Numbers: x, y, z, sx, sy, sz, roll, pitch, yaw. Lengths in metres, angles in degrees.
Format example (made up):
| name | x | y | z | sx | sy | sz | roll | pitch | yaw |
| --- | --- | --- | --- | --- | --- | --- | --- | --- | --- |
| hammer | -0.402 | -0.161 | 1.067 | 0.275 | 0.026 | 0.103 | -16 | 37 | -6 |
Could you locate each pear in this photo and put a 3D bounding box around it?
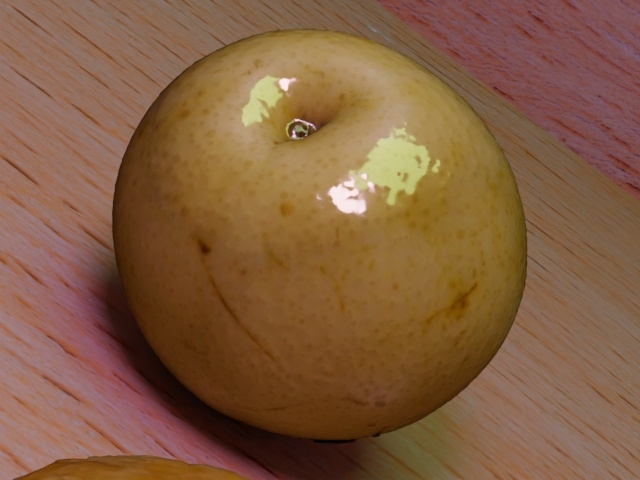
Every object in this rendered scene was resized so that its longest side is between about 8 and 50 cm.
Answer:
| name | x | y | z | sx | sy | sz | roll | pitch | yaw |
| --- | --- | --- | --- | --- | --- | --- | --- | --- | --- |
| pear | 0.000 | 0.000 | 1.443 | 0.348 | 0.348 | 0.348 | 30 | 23 | -14 |

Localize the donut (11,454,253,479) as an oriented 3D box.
| name | x | y | z | sx | sy | sz | roll | pitch | yaw |
| --- | --- | --- | --- | --- | --- | --- | --- | --- | --- |
| donut | -0.047 | 0.297 | 0.966 | 0.449 | 0.198 | 0.449 | 32 | 21 | -13 |
